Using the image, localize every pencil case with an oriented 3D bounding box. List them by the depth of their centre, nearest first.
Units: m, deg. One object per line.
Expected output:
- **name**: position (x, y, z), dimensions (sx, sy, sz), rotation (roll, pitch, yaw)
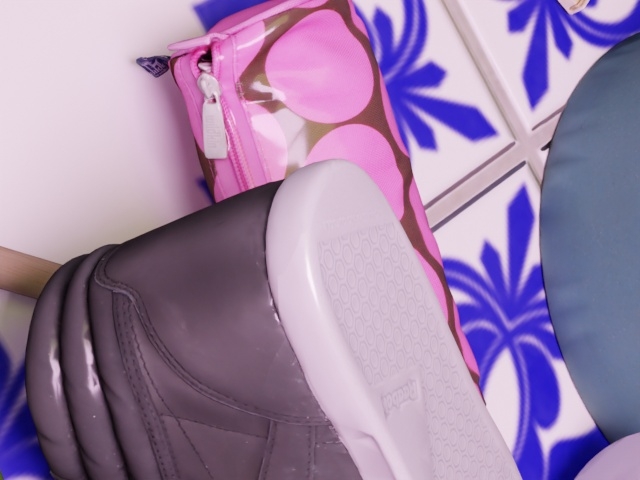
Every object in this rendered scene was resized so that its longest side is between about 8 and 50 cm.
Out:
- **pencil case**: position (0.000, 0.000, 0.650), dimensions (0.209, 0.095, 0.098), rotation (69, 23, -2)

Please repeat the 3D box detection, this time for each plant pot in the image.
- **plant pot**: position (0.301, -0.005, 0.769), dimensions (0.293, 0.235, 0.293), rotation (9, 75, -33)

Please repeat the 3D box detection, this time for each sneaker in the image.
- **sneaker**: position (-0.009, 0.106, 0.581), dimensions (0.295, 0.147, 0.104), rotation (67, 32, -27)

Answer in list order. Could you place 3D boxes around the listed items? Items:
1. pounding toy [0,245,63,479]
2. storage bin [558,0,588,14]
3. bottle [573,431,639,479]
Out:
- **pounding toy**: position (-0.167, 0.081, 0.503), dimensions (0.183, 0.110, 0.236), rotation (24, 68, -29)
- **storage bin**: position (0.148, -0.315, 0.800), dimensions (0.260, 0.123, 0.262), rotation (46, 59, -18)
- **bottle**: position (0.230, 0.215, 0.750), dimensions (0.283, 0.092, 0.118), rotation (48, 25, -17)
